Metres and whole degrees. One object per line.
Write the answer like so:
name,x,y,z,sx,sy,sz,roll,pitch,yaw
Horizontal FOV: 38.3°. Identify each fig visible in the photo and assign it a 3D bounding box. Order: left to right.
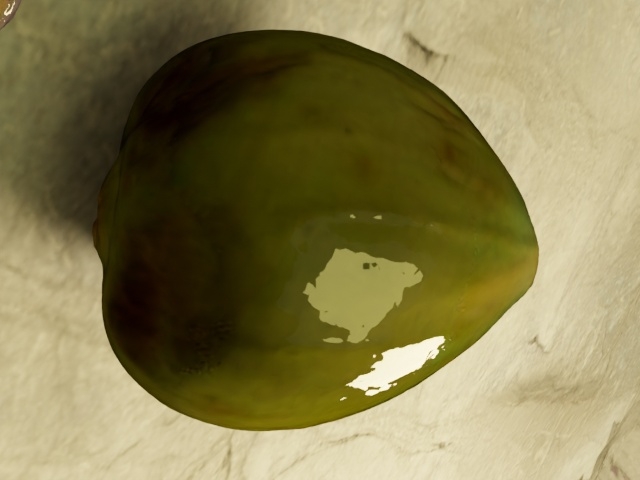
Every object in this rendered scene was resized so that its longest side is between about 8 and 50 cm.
fig,0.000,0.000,0.564,0.271,0.239,0.239,11,113,-10

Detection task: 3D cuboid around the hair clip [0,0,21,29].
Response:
hair clip,-0.184,-0.149,0.373,0.137,0.090,0.278,12,106,-18
